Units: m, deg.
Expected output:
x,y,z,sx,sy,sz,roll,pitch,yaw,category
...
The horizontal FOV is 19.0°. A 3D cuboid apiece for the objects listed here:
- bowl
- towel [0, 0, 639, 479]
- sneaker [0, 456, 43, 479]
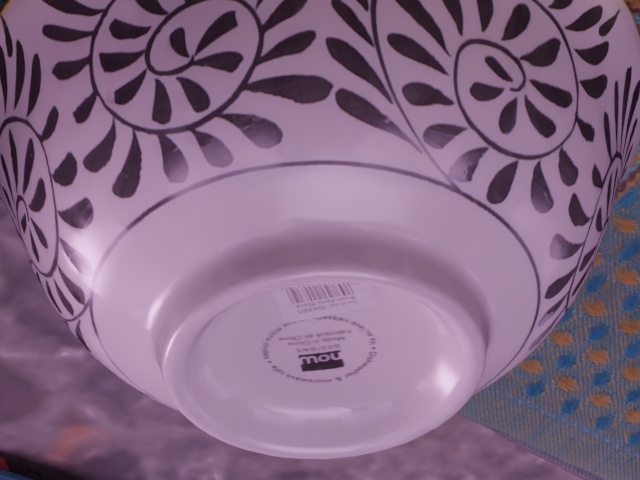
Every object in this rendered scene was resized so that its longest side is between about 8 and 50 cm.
x,y,z,sx,sy,sz,roll,pitch,yaw,category
0.000,0.000,0.459,0.170,0.080,0.170,-2,141,-2,bowl
0.058,-0.066,0.501,0.370,0.040,0.271,26,124,-31,towel
-0.166,0.140,0.589,0.262,0.125,0.104,7,129,-27,sneaker
